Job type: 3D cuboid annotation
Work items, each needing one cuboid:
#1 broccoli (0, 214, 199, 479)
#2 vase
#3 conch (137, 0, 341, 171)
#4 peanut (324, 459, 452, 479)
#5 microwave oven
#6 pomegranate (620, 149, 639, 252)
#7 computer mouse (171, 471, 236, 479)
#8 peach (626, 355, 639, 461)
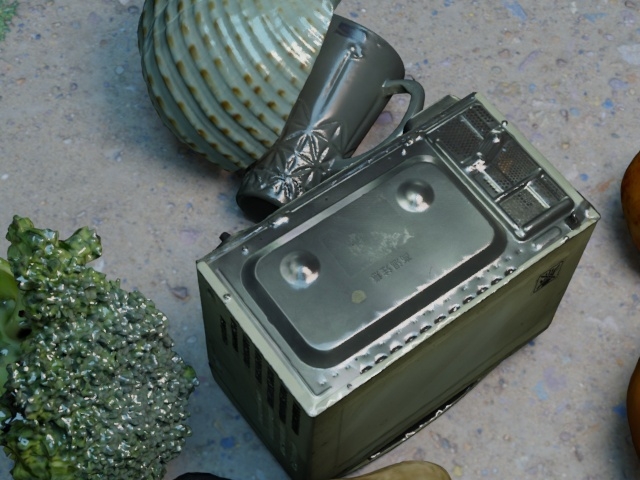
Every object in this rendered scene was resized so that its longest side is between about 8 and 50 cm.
[{"bbox_3d":[-0.312,0.171,1.259,0.275,0.397,0.353,9,78,-41],"label":"broccoli"},{"bbox_3d":[0.004,-0.155,1.498,0.251,0.156,0.300,15,66,29],"label":"vase"},{"bbox_3d":[-0.128,-0.259,1.446,0.215,0.319,0.302,17,60,-23],"label":"conch"},{"bbox_3d":[0.058,0.317,1.236,0.253,0.137,0.122,-4,70,-22],"label":"peanut"},{"bbox_3d":[0.073,0.062,1.289,0.394,0.333,0.247,-32,64,-19],"label":"microwave oven"},{"bbox_3d":[0.518,-0.044,1.436,0.248,0.248,0.248,2,62,-4],"label":"pomegranate"},{"bbox_3d":[-0.109,0.327,1.284,0.172,0.057,0.099,18,63,18],"label":"computer mouse"},{"bbox_3d":[0.525,0.181,1.258,0.343,0.301,0.342,1,71,-4],"label":"peach"}]
